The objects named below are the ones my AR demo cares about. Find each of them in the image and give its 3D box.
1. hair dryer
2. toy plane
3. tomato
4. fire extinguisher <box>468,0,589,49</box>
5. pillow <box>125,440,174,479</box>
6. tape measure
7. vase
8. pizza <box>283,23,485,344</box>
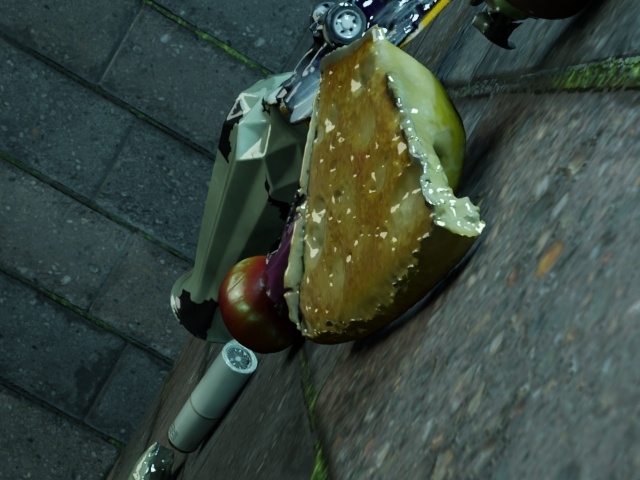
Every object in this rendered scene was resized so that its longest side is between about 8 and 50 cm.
[{"bbox_3d":[-0.100,0.133,1.236,0.155,0.044,0.183,-53,6,37],"label":"hair dryer"},{"bbox_3d":[0.076,-0.226,1.019,0.316,0.103,0.204,-49,18,3],"label":"toy plane"},{"bbox_3d":[-0.045,0.054,0.958,0.075,0.087,0.087,-26,26,34],"label":"tomato"},{"bbox_3d":[0.150,-0.184,0.594,0.099,0.071,0.231,-28,-20,-43],"label":"fire extinguisher"},{"bbox_3d":[-0.239,0.338,1.362,0.148,0.050,0.230,-58,2,-27],"label":"pillow"},{"bbox_3d":[0.000,0.000,0.868,0.125,0.074,0.118,-60,7,21],"label":"tape measure"},{"bbox_3d":[-0.072,-0.027,1.257,0.360,0.165,0.165,-59,5,45],"label":"vase"},{"bbox_3d":[0.053,-0.033,0.652,0.204,0.080,0.188,162,116,-66],"label":"pizza"}]
